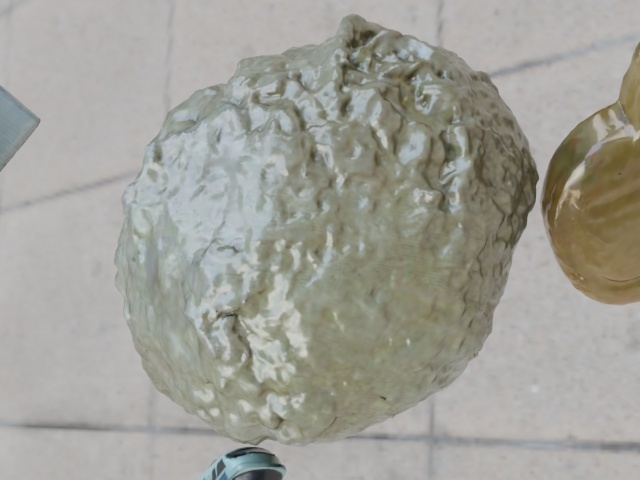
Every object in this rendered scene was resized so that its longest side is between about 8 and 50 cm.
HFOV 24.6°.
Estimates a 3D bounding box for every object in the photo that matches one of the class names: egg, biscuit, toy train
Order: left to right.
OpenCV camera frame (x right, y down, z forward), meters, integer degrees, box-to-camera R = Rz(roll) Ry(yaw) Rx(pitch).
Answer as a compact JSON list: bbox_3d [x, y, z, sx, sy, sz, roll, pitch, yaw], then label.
[{"bbox_3d":[-0.078,0.202,1.085,0.207,0.043,0.047,126,142,-49],"label":"toy train"},{"bbox_3d":[0.000,0.000,0.999,0.310,0.279,0.279,-58,38,12],"label":"egg"},{"bbox_3d":[0.327,-0.077,1.002,0.376,0.269,0.051,-32,42,7],"label":"biscuit"}]

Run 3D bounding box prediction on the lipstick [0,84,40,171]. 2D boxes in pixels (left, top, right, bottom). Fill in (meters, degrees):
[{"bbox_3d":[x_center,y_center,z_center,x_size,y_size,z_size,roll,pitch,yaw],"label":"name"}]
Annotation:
[{"bbox_3d":[-0.230,-0.108,0.427,0.068,0.317,0.066,-55,13,-29],"label":"lipstick"}]
